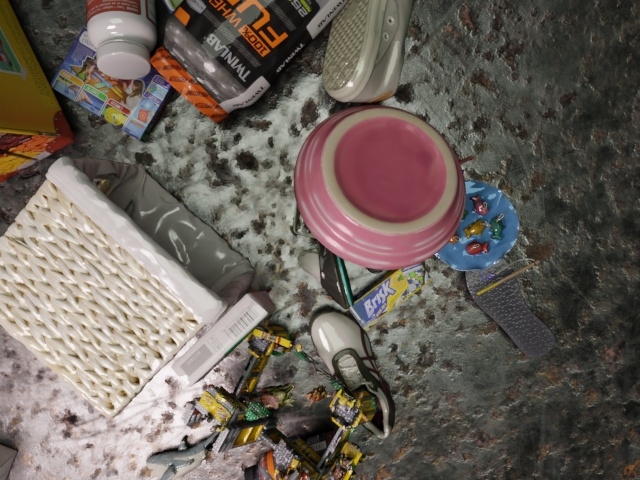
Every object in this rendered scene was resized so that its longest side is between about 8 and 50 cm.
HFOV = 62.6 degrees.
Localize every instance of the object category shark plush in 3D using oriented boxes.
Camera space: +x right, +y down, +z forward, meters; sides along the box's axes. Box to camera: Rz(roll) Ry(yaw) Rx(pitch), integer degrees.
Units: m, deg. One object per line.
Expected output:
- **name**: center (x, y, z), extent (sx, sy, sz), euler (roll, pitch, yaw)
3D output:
- **shark plush**: center (-0.273, 0.429, 1.062), extent (0.161, 0.073, 0.067), euler (-36, 63, 5)

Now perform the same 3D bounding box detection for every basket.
- **basket**: center (-0.328, 0.064, 0.908), extent (0.331, 0.328, 0.266), euler (42, 95, -4)

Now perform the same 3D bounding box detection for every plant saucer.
- **plant saucer**: center (0.118, -0.115, 0.970), extent (0.332, 0.084, 0.332), euler (3, 70, -8)

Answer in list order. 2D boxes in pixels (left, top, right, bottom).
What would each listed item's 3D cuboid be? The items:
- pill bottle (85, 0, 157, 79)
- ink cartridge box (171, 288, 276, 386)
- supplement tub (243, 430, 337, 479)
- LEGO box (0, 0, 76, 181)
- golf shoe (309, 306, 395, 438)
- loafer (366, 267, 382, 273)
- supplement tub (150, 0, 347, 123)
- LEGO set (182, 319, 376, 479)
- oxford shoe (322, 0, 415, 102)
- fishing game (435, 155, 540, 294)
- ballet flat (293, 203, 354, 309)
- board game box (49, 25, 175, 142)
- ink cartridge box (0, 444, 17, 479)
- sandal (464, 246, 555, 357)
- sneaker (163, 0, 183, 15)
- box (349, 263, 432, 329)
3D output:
- **pill bottle**: center (-0.362, -0.413, 0.958), extent (0.121, 0.121, 0.216), euler (-6, 79, -1)
- **ink cartridge box**: center (-0.155, 0.169, 0.960), extent (0.181, 0.224, 0.056), euler (-44, 82, 1)
- **supplement tub**: center (-0.048, 0.457, 1.042), extent (0.197, 0.106, 0.106), euler (-18, 93, 0)
- **LEGO box**: center (-0.678, -0.350, 0.835), extent (0.193, 0.372, 0.500), euler (-24, 93, 12)
- **golf shoe**: center (0.071, 0.255, 1.029), extent (0.105, 0.120, 0.273), euler (-32, 92, 2)
- **loafer**: center (0.120, -0.016, 1.043), extent (0.062, 0.061, 0.170), euler (7, 93, -3)
- **supplement tub**: center (-0.129, -0.387, 0.937), extent (0.207, 0.207, 0.338), euler (44, 97, -3)
- **LEGO set**: center (-0.084, 0.300, 0.934), extent (0.331, 0.192, 0.255), euler (40, 100, 28)
- **oxford shoe**: center (0.120, -0.462, 0.993), extent (0.130, 0.169, 0.450), euler (17, 85, -37)
- **fishing game**: center (0.293, -0.033, 1.028), extent (0.189, 0.041, 0.264), euler (-23, 76, 0)
- **ballet flat**: center (0.000, 0.000, 1.033), extent (0.096, 0.095, 0.281), euler (-9, 83, 9)
- **board game box**: center (-0.401, -0.302, 1.027), extent (0.201, 0.035, 0.136), euler (32, 92, -3)
- **ink cartridge box**: center (-0.702, 0.486, 1.013), extent (0.128, 0.127, 0.176), euler (23, 92, -3)
- **sandal**: center (0.373, 0.126, 1.067), extent (0.097, 0.054, 0.255), euler (-33, 96, 10)
- **sneaker**: center (-0.272, -0.503, 0.997), extent (0.080, 0.081, 0.211), euler (-19, 92, 1)
- **box**: center (0.135, 0.102, 1.054), extent (0.169, 0.054, 0.059), euler (-36, 94, 0)
